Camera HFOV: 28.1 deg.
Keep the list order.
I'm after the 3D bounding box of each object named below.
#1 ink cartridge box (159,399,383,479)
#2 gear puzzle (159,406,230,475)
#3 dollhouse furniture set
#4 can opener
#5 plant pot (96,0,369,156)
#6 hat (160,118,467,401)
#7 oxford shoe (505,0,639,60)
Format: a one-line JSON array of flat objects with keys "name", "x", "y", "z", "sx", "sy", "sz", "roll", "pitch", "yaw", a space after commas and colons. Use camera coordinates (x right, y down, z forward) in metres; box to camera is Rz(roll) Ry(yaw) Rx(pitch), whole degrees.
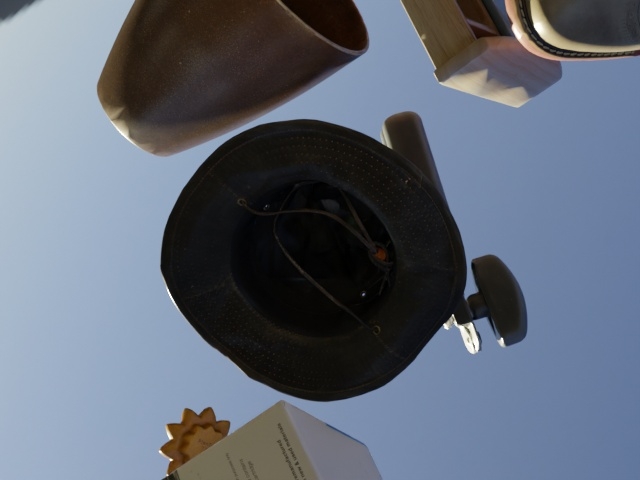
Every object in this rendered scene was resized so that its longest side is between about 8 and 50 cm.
[{"name": "ink cartridge box", "x": -0.061, "y": 0.217, "z": 0.928, "sx": 0.203, "sy": 0.148, "sz": 0.086, "roll": -35, "pitch": -121, "yaw": 11}, {"name": "gear puzzle", "x": -0.064, "y": 0.325, "z": 1.339, "sx": 0.175, "sy": 0.339, "sz": 0.044, "roll": -27, "pitch": -173, "yaw": -32}, {"name": "dollhouse furniture set", "x": 0.163, "y": -0.268, "z": 0.861, "sx": 0.303, "sy": 0.198, "sz": 0.286, "roll": -35, "pitch": 161, "yaw": 26}, {"name": "can opener", "x": 0.140, "y": -0.009, "z": 1.406, "sx": 0.093, "sy": 0.280, "sz": 0.074, "roll": -21, "pitch": 172, "yaw": -5}, {"name": "plant pot", "x": -0.109, "y": -0.195, "z": 1.267, "sx": 0.230, "sy": 0.215, "sz": 0.215, "roll": -39, "pitch": -158, "yaw": 23}, {"name": "hat", "x": 0.000, "y": 0.000, "z": 1.350, "sx": 0.331, "sy": 0.331, "sz": 0.134, "roll": -33, "pitch": -164, "yaw": 29}, {"name": "oxford shoe", "x": 0.290, "y": -0.203, "z": 0.839, "sx": 0.348, "sy": 0.123, "sz": 0.130, "roll": -21, "pitch": -166, "yaw": -12}]
